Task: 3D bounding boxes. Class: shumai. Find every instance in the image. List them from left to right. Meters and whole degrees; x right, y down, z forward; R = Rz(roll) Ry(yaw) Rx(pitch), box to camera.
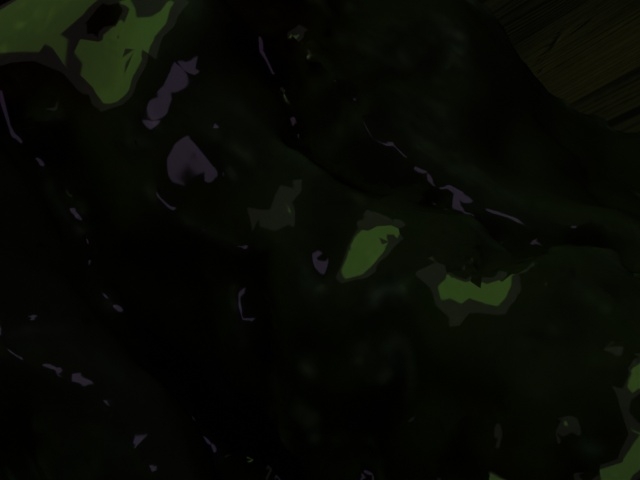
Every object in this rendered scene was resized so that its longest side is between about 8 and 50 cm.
[{"bbox_3d":[-0.012,0.043,0.524,0.397,0.323,0.324,-36,11,29],"label":"shumai"}]

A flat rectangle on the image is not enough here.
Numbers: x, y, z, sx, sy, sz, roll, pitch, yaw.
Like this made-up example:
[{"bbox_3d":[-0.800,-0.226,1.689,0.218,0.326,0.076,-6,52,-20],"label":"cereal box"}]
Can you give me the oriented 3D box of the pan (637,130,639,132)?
[{"bbox_3d":[0.268,-0.136,0.942,0.212,0.040,0.115,-40,7,10],"label":"pan"}]
